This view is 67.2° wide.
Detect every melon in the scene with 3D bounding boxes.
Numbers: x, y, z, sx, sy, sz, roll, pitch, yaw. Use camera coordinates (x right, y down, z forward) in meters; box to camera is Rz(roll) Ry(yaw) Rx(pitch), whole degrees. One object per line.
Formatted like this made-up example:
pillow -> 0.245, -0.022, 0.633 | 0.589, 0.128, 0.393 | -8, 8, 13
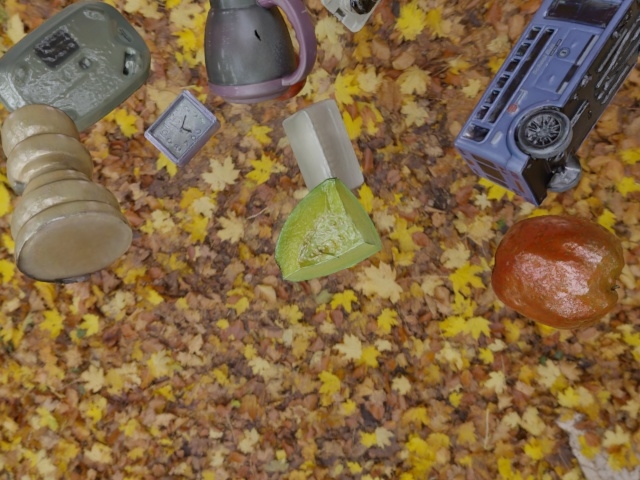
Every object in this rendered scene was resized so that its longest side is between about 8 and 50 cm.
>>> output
melon -> 0.000, 0.000, 1.698 | 0.343, 0.226, 0.331 | -26, 119, 23

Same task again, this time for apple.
apple -> -0.137, -0.594, 1.728 | 0.168, 0.181, 0.181 | -29, 108, -24

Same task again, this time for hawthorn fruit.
hawthorn fruit -> 0.352, 0.046, 0.724 | 0.189, 0.189, 0.189 | 0, 108, 1

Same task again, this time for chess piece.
chess piece -> -0.372, -0.083, 0.667 | 0.142, 0.142, 0.261 | -39, 65, 12

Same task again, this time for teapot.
teapot -> -0.084, -0.243, 0.575 | 0.116, 0.148, 0.146 | -19, 124, -19

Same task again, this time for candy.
candy -> 0.011, -0.336, 1.815 | 0.145, 0.208, 0.359 | -14, 103, 41

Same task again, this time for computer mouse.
computer mouse -> -0.486, -0.345, 0.969 | 0.095, 0.331, 0.197 | -12, 126, 49

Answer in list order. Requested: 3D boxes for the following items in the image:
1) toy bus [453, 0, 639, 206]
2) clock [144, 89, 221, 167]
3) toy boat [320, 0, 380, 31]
toy bus -> 0.292, -0.198, 0.572 | 0.125, 0.133, 0.292 | 27, 97, -53
clock -> -0.418, -0.341, 1.468 | 0.144, 0.073, 0.193 | 42, 91, 0
toy boat -> 0.122, -0.580, 1.017 | 0.141, 0.141, 0.269 | 44, 116, -12
